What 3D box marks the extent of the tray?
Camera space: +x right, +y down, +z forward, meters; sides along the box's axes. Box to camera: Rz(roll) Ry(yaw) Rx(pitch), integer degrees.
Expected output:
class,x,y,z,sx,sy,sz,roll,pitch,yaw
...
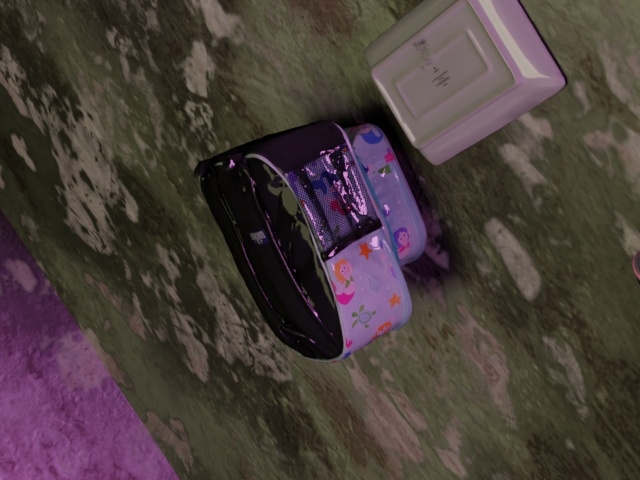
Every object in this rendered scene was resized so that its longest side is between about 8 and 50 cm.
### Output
class,x,y,z,sx,sy,sz,roll,pitch,yaw
tray,0.125,-0.163,1.562,0.145,0.030,0.270,60,154,0

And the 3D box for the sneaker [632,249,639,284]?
class,x,y,z,sx,sy,sz,roll,pitch,yaw
sneaker,0.324,0.058,1.444,0.119,0.047,0.057,53,168,20

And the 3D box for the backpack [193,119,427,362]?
class,x,y,z,sx,sy,sz,roll,pitch,yaw
backpack,0.000,0.000,1.765,0.225,0.191,0.253,-9,103,64
